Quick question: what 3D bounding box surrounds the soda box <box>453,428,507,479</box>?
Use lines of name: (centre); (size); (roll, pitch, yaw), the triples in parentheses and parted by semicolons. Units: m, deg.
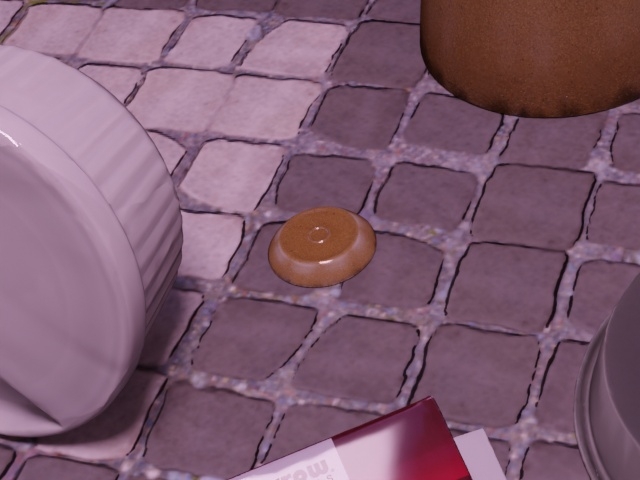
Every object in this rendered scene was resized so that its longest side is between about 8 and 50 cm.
soda box: (0.010, 0.188, 0.836); (0.216, 0.069, 0.074); (-18, 44, -4)

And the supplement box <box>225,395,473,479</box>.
supplement box: (0.048, 0.217, 0.733); (0.130, 0.073, 0.239); (-21, 67, -8)

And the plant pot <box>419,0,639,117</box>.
plant pot: (0.180, -0.270, 1.132); (0.237, 0.254, 0.237); (-8, 43, 7)

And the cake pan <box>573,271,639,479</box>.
cake pan: (0.303, 0.089, 0.879); (0.293, 0.054, 0.293); (-7, 44, 7)

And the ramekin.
ramekin: (-0.218, -0.008, 0.964); (0.273, 0.273, 0.127); (8, 36, 21)

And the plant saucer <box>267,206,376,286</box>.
plant saucer: (0.000, 0.000, 1.070); (0.083, 0.015, 0.083); (-7, 43, 7)
